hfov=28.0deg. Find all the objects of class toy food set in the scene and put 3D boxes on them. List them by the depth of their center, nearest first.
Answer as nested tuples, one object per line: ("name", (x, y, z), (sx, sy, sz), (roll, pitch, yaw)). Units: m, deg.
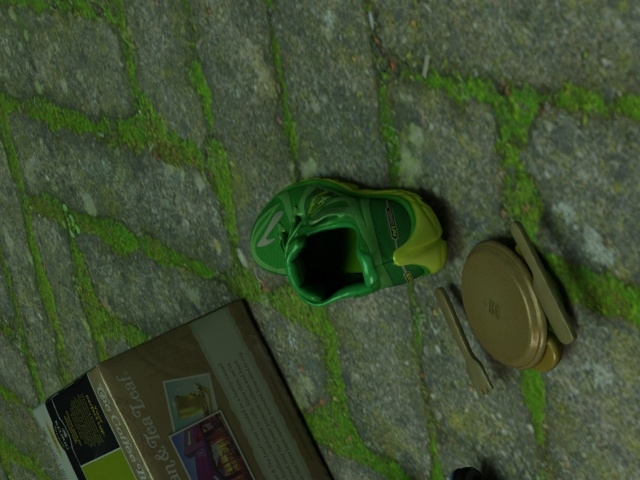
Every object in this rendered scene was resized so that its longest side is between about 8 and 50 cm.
("toy food set", (0.175, 0.061, 1.170), (0.132, 0.039, 0.192), (67, 155, 13))

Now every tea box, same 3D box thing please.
("tea box", (-0.177, 0.295, 1.672), (0.329, 0.220, 0.323), (64, 150, 3))

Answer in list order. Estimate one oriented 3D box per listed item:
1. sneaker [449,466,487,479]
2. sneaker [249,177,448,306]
("sneaker", (0.199, 0.295, 1.271), (0.188, 0.067, 0.078), (51, 124, 27))
("sneaker", (0.000, 0.000, 1.300), (0.295, 0.124, 0.109), (-1, 110, 57))
